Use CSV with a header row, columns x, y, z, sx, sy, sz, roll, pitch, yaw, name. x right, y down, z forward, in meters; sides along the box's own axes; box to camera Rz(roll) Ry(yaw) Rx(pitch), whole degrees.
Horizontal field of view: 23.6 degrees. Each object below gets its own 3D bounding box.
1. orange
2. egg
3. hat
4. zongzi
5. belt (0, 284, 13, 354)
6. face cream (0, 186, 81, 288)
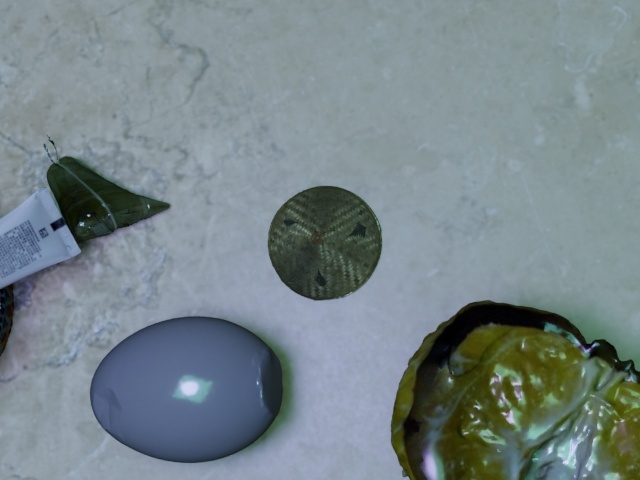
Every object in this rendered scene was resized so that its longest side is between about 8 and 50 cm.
x,y,z,sx,sy,sz,roll,pitch,yaw,name
0.250,0.249,1.753,0.368,0.210,0.271,34,67,9,orange
-0.164,0.179,1.840,0.231,0.176,0.176,-2,84,10,egg
0.000,0.000,1.890,0.146,0.067,0.146,-1,84,8,hat
-0.280,-0.079,1.958,0.130,0.062,0.154,-21,65,-15,zongzi
-0.489,0.061,1.907,0.207,0.150,0.258,-9,87,-9,belt
-0.410,0.032,1.824,0.243,0.058,0.092,-31,100,-21,face cream
